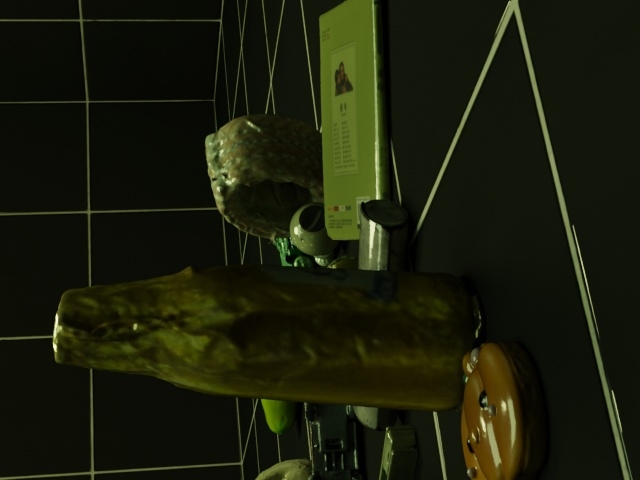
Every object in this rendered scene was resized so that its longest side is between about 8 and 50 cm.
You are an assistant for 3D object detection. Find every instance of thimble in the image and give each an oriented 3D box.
[{"bbox_3d":[-0.081,-0.109,1.998,0.229,0.196,0.148,35,-147,-49],"label":"thimble"}]

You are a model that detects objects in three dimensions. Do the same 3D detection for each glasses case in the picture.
[{"bbox_3d":[0.080,0.101,1.549,0.114,0.060,0.299,-115,25,-67],"label":"glasses case"}]

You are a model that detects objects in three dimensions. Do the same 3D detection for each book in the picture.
[{"bbox_3d":[0.051,-0.175,1.693,0.239,0.035,0.352,-176,84,-73],"label":"book"}]

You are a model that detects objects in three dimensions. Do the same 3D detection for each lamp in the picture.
[{"bbox_3d":[0.000,0.000,1.984,0.163,0.091,0.091,71,-169,-61],"label":"lamp"}]

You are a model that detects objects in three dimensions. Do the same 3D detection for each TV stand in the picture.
[{"bbox_3d":[0.097,0.354,1.564,0.042,0.036,0.249,-107,18,-52],"label":"TV stand"}]

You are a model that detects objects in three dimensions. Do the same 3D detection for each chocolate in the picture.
[{"bbox_3d":[-0.055,0.102,1.220,0.162,0.445,0.162,-177,90,-80],"label":"chocolate"}]

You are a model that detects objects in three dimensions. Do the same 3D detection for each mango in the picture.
[{"bbox_3d":[-0.093,0.340,2.533,0.117,0.089,0.163,-109,19,-61],"label":"mango"}]

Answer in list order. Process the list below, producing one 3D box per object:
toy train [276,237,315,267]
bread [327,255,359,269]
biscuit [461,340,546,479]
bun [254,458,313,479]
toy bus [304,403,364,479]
[{"bbox_3d":[-0.049,0.025,2.281,0.178,0.071,0.105,168,92,-82],"label":"toy train"},{"bbox_3d":[0.044,0.101,1.757,0.117,0.064,0.156,175,94,-76],"label":"bread"},{"bbox_3d":[0.163,0.169,1.100,0.170,0.050,0.170,179,90,-80],"label":"biscuit"},{"bbox_3d":[-0.068,0.560,2.035,0.362,0.234,0.326,-99,5,-70],"label":"bun"},{"bbox_3d":[0.021,0.333,1.871,0.106,0.092,0.268,91,175,-80],"label":"toy bus"}]
